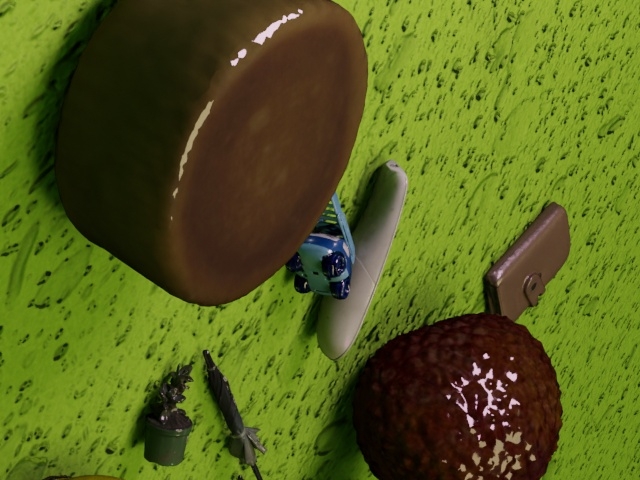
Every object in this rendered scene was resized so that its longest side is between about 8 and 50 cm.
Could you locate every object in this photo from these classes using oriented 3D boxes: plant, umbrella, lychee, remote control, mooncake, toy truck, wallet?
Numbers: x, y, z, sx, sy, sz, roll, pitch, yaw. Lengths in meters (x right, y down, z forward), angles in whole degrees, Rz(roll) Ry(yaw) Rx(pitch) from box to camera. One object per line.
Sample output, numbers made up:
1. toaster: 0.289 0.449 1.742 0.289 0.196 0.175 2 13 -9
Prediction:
1. plant: -0.149 0.171 1.917 0.051 0.051 0.102 -10 114 -55
2. umbrella: -0.085 0.191 2.047 0.269 0.044 0.044 79 18 -52
3. lychee: 0.164 0.207 2.260 0.260 0.260 0.260 -39 145 -34
4. remote control: 0.039 0.022 2.076 0.044 0.073 0.229 13 107 -18
5. mooncake: -0.094 -0.099 1.639 0.284 0.155 0.284 -38 143 -37
6. toy truck: 0.000 0.000 1.989 0.136 0.063 0.074 73 33 -52
7. wallet: 0.269 0.035 2.476 0.153 0.039 0.118 -48 148 -24

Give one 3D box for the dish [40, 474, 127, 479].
1. dish: -0.241 0.280 1.836 0.149 0.080 0.207 -60 153 0
